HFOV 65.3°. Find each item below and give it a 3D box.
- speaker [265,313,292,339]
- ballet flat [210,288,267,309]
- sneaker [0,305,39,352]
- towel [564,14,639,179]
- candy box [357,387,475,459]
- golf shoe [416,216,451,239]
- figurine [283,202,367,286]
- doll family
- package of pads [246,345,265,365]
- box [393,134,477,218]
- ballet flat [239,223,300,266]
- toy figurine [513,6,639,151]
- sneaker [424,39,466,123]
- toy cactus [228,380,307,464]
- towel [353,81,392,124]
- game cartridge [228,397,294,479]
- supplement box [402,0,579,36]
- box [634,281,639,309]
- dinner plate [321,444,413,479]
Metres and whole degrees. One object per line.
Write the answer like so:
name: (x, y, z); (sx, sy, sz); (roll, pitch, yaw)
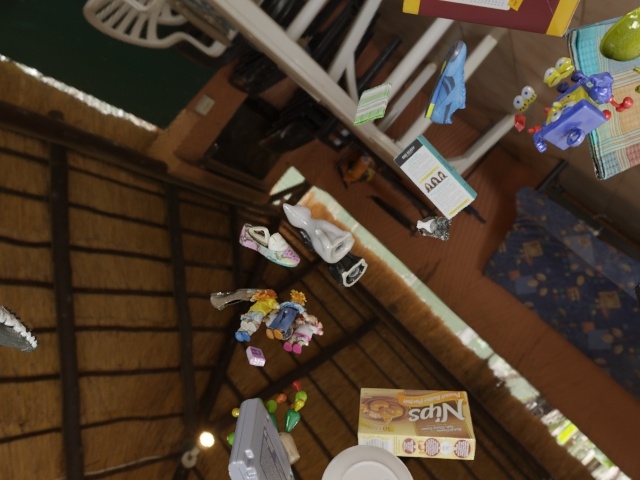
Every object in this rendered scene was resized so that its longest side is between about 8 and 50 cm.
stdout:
speaker: (-0.136, 0.279, 1.628); (0.055, 0.055, 0.136); (36, 172, -19)
ballet flat: (-0.274, 0.194, 1.655); (0.084, 0.250, 0.058); (16, -112, -53)
sneaker: (-0.659, 0.178, 0.988); (0.078, 0.106, 0.234); (33, 154, 25)
towel: (0.742, -0.362, 1.234); (0.040, 0.271, 0.370); (5, 114, 66)
candy box: (0.270, 0.523, 1.439); (0.316, 0.087, 0.183); (0, -153, 8)
golf shoe: (0.366, -0.046, 1.606); (0.094, 0.077, 0.198); (8, 176, 24)
figurine: (0.000, 0.000, 1.300); (0.209, 0.092, 0.215); (38, 167, 35)
doll family: (-0.120, 0.209, 1.427); (0.263, 0.118, 0.163); (8, -144, 23)
package of pads: (-0.221, 0.394, 1.697); (0.050, 0.032, 0.083); (20, -171, -22)
box: (0.338, -0.187, 1.470); (0.244, 0.100, 0.060); (48, -147, 1)
ballet flat: (-0.154, 0.006, 1.469); (0.221, 0.079, 0.077); (24, -147, 31)
toy figurine: (0.574, -0.274, 1.046); (0.191, 0.362, 0.217); (34, -127, -13)
sneaker: (0.303, -0.353, 1.133); (0.082, 0.209, 0.069); (17, -127, 4)
toy cactus: (-0.107, 0.449, 1.208); (0.219, 0.112, 0.180); (-22, -124, -30)
towel: (0.167, -0.432, 1.584); (0.023, 0.113, 0.152); (43, -130, -37)
game cartridge: (-0.112, 0.490, 1.042); (0.196, 0.060, 0.294); (-81, -24, -66)
supplement box: (0.209, -0.361, 0.552); (0.194, 0.129, 0.191); (13, 149, 9)
box: (0.491, 0.133, 0.584); (0.190, 0.045, 0.184); (14, -133, 7)
dinner plate: (0.069, 0.358, 0.695); (0.141, 0.141, 0.017); (44, 151, 18)
